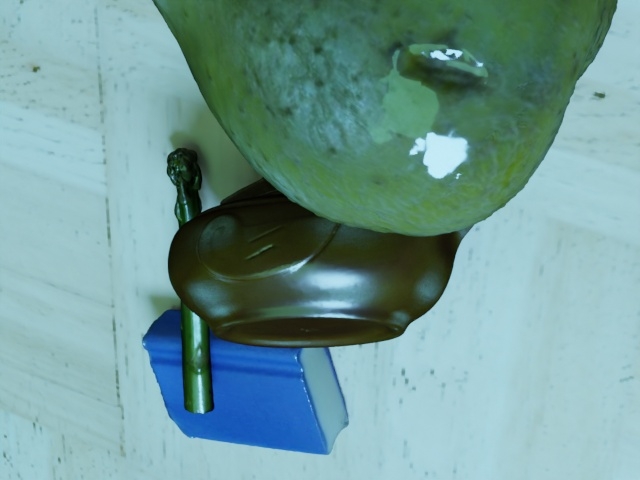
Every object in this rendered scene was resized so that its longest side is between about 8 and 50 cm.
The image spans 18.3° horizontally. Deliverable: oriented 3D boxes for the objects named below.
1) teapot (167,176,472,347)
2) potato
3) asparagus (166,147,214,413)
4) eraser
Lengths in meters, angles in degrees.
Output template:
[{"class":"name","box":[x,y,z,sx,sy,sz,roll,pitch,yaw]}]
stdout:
[{"class":"teapot","box":[0.000,0.000,0.814,0.129,0.078,0.098,-5,165,24]},{"class":"potato","box":[0.004,-0.096,0.666,0.194,0.157,0.157,34,137,4]},{"class":"asparagus","box":[-0.057,0.018,0.878,0.015,0.018,0.127,-2,112,2]},{"class":"eraser","box":[-0.034,0.065,0.919,0.085,0.027,0.063,4,130,30]}]
